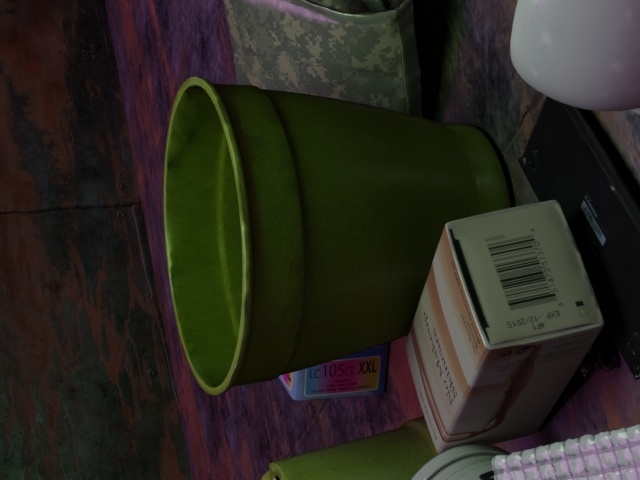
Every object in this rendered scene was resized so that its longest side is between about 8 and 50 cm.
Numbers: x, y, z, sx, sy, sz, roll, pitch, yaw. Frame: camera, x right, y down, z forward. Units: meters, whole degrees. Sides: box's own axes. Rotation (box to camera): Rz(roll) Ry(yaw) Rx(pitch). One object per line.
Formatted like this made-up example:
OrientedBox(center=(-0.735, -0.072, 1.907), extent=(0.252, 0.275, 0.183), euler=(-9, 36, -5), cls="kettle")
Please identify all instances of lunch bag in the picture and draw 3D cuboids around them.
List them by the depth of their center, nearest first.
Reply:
OrientedBox(center=(0.024, -0.260, 1.781), extent=(0.287, 0.169, 0.235), euler=(28, 144, 32), cls="lunch bag")

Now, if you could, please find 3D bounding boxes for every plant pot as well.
OrientedBox(center=(0.025, -0.014, 1.617), extent=(0.366, 0.352, 0.367), euler=(177, 90, -71), cls="plant pot")
OrientedBox(center=(0.063, 0.359, 1.734), extent=(0.276, 0.253, 0.276), euler=(177, 90, -71), cls="plant pot")

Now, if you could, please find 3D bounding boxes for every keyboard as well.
OrientedBox(center=(0.278, 0.009, 1.387), extent=(0.202, 0.033, 0.317), euler=(107, 153, -44), cls="keyboard")

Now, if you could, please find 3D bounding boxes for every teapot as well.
OrientedBox(center=(0.282, -0.210, 1.098), extent=(0.253, 0.187, 0.256), euler=(-69, -17, 11), cls="teapot")

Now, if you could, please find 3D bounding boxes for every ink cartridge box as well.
OrientedBox(center=(0.000, 0.000, 2.011), extent=(0.270, 0.151, 0.396), euler=(-130, 42, -60), cls="ink cartridge box")

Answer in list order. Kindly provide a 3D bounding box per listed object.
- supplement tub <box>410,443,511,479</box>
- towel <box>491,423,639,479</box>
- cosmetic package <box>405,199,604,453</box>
OrientedBox(center=(0.206, 0.349, 1.414), extent=(0.272, 0.191, 0.191), euler=(-134, 44, -62), cls="supplement tub")
OrientedBox(center=(0.298, 0.274, 1.155), extent=(0.283, 0.121, 0.235), euler=(-24, 70, 45), cls="towel")
OrientedBox(center=(0.186, 0.101, 1.442), extent=(0.296, 0.129, 0.153), euler=(98, 158, -60), cls="cosmetic package")
